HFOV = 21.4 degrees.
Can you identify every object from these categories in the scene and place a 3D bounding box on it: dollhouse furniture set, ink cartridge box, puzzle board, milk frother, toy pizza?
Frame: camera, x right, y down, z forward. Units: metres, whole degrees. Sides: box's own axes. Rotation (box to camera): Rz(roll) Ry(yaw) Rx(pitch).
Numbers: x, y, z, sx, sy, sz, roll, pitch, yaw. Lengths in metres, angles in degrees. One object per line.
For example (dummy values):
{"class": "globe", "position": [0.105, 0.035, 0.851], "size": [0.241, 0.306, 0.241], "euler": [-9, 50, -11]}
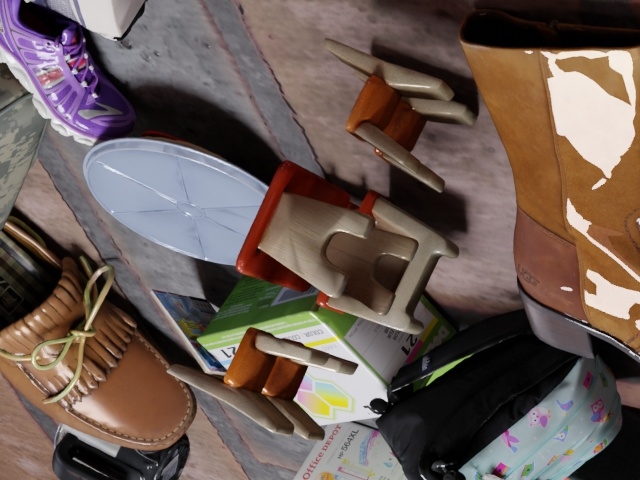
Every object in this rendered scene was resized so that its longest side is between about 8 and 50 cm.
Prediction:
{"class": "dollhouse furniture set", "position": [0.000, 0.000, 1.248], "size": [0.135, 0.262, 0.259], "euler": [25, 180, 19]}
{"class": "ink cartridge box", "position": [0.046, 0.127, 1.511], "size": [0.255, 0.097, 0.189], "euler": [47, 148, -18]}
{"class": "puzzle board", "position": [-0.104, 0.087, 1.589], "size": [0.096, 0.011, 0.128], "euler": [54, -169, 17]}
{"class": "milk frother", "position": [-0.225, 0.214, 1.919], "size": [0.134, 0.129, 0.143], "euler": [25, 105, 15]}
{"class": "ink cartridge box", "position": [0.045, 0.248, 1.687], "size": [0.143, 0.092, 0.090], "euler": [15, 144, 29]}
{"class": "toy pizza", "position": [-0.108, -0.039, 1.469], "size": [0.201, 0.032, 0.201], "euler": [16, 155, 8]}

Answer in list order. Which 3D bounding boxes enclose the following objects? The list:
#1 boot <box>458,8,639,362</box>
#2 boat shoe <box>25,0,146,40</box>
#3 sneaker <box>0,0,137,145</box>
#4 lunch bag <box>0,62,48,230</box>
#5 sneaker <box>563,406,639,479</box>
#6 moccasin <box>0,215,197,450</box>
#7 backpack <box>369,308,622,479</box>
{"class": "boot", "position": [0.236, -0.030, 1.149], "size": [0.264, 0.096, 0.280], "euler": [20, 140, 37]}
{"class": "boat shoe", "position": [-0.204, -0.275, 1.153], "size": [0.158, 0.127, 0.340], "euler": [19, 148, 11]}
{"class": "sneaker", "position": [-0.214, -0.147, 1.414], "size": [0.071, 0.068, 0.170], "euler": [-24, 121, 41]}
{"class": "lunch bag", "position": [-0.411, -0.111, 1.531], "size": [0.256, 0.212, 0.305], "euler": [49, 150, 9]}
{"class": "sneaker", "position": [0.297, 0.226, 1.411], "size": [0.270, 0.090, 0.145], "euler": [10, 138, 32]}
{"class": "moccasin", "position": [-0.280, 0.071, 1.724], "size": [0.380, 0.139, 0.147], "euler": [47, 161, -2]}
{"class": "backpack", "position": [0.148, 0.141, 1.361], "size": [0.115, 0.182, 0.152], "euler": [53, -179, -35]}
